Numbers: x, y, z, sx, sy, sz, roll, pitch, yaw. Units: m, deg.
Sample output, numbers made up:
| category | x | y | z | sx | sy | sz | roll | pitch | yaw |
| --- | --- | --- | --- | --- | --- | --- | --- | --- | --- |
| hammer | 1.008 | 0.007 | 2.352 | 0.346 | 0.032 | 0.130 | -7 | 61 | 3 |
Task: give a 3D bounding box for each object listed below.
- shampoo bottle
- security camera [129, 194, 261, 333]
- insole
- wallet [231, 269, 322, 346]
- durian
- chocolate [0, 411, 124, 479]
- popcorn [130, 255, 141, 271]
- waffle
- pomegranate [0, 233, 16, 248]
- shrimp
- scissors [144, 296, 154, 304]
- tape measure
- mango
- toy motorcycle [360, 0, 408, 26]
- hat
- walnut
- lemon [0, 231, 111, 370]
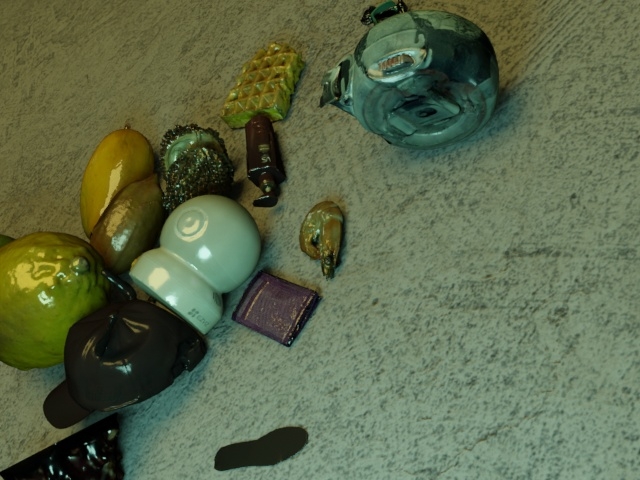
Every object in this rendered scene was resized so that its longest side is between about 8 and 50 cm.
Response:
| category | x | y | z | sx | sy | sz | roll | pitch | yaw |
| --- | --- | --- | --- | --- | --- | --- | --- | --- | --- |
| shampoo bottle | -0.115 | -0.157 | 2.038 | 0.068 | 0.067 | 0.236 | -23 | 44 | 11 |
| security camera | -0.213 | 0.030 | 1.872 | 0.236 | 0.194 | 0.195 | -53 | 41 | -9 |
| insole | -0.099 | 0.343 | 1.656 | 0.189 | 0.004 | 0.064 | -18 | 47 | 28 |
| wallet | -0.083 | 0.118 | 1.809 | 0.166 | 0.030 | 0.111 | 18 | 69 | 46 |
| durian | -0.267 | -0.137 | 2.085 | 0.196 | 0.167 | 0.196 | -48 | 29 | 38 |
| chocolate | -0.421 | 0.429 | 1.775 | 0.224 | 0.206 | 0.177 | -27 | 86 | 20 |
| popcorn | -0.337 | 0.061 | 2.045 | 0.084 | 0.084 | 0.084 | -22 | 45 | 24 |
| waffle | -0.116 | -0.347 | 2.207 | 0.161 | 0.055 | 0.210 | -4 | 53 | 38 |
| pomegranate | -0.714 | 0.061 | 2.286 | 0.211 | 0.179 | 0.179 | -24 | 41 | -7 |
| shrimp | 0.000 | 0.000 | 1.832 | 0.099 | 0.041 | 0.180 | -27 | 44 | 21 |
| scissors | -0.355 | 0.147 | 2.025 | 0.039 | 0.012 | 0.113 | 9 | 63 | 43 |
| tape measure | 0.171 | -0.263 | 1.748 | 0.275 | 0.256 | 0.147 | -32 | 45 | 42 |
| mango | -0.457 | -0.125 | 2.267 | 0.177 | 0.119 | 0.316 | -4 | 63 | 34 |
| toy motorcycle | 0.144 | -0.439 | 2.070 | 0.100 | 0.058 | 0.173 | -29 | 44 | 7 |
| hat | -0.401 | 0.190 | 1.843 | 0.336 | 0.209 | 0.238 | -21 | 21 | 22 |
| walnut | -0.399 | -0.032 | 2.127 | 0.137 | 0.137 | 0.245 | 23 | 77 | 48 |
| lemon | -0.549 | 0.114 | 2.012 | 0.316 | 0.285 | 0.285 | -41 | 40 | 11 |
